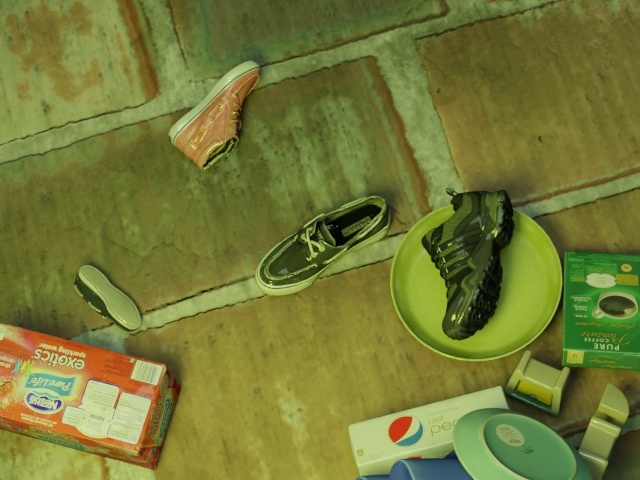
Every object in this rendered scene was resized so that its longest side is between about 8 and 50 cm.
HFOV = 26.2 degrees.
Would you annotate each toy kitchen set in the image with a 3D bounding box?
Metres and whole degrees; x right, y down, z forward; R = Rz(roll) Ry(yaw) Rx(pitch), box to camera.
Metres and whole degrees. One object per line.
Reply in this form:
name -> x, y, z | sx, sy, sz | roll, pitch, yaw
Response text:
toy kitchen set -> 0.299, 0.281, 1.835 | 0.166, 0.122, 0.207 | 23, 52, 13

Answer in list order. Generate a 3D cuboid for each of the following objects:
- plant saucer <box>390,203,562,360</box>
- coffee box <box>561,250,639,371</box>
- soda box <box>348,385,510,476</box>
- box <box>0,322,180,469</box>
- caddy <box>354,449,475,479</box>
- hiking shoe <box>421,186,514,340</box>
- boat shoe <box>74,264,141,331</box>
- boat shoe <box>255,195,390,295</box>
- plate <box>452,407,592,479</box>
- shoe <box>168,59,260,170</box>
plant saucer -> 0.220, 0.060, 1.946 | 0.240, 0.037, 0.241 | -3, 67, 7
coffee box -> 0.387, 0.095, 1.888 | 0.113, 0.040, 0.184 | 3, 47, 6
soda box -> 0.150, 0.266, 1.845 | 0.216, 0.074, 0.069 | -15, 49, 1
box -> -0.337, 0.215, 1.893 | 0.256, 0.123, 0.128 | 13, 70, 10
caddy -> 0.149, 0.423, 1.702 | 0.179, 0.241, 0.341 | 10, 67, -23
hiking shoe -> 0.193, 0.032, 1.909 | 0.114, 0.086, 0.227 | 7, 64, 28
boat shoe -> -0.309, 0.090, 1.986 | 0.125, 0.038, 0.046 | 42, 36, 13
boat shoe -> 0.000, 0.000, 1.976 | 0.219, 0.070, 0.078 | -32, 69, -7
plate -> 0.254, 0.265, 1.703 | 0.188, 0.024, 0.188 | 16, 32, -10
shoe -> -0.139, -0.186, 2.069 | 0.178, 0.063, 0.081 | -43, 72, -6
